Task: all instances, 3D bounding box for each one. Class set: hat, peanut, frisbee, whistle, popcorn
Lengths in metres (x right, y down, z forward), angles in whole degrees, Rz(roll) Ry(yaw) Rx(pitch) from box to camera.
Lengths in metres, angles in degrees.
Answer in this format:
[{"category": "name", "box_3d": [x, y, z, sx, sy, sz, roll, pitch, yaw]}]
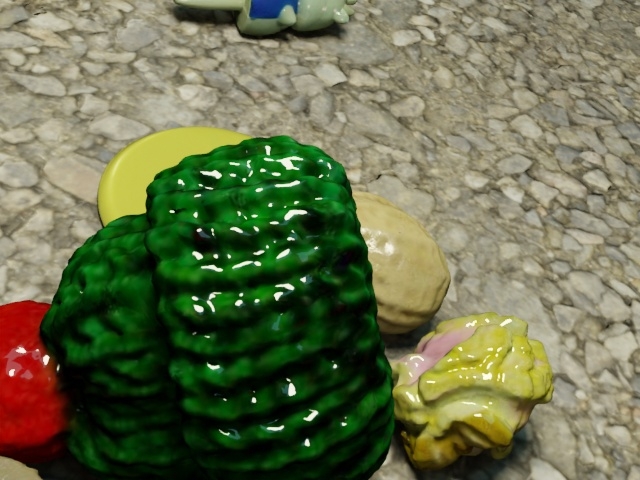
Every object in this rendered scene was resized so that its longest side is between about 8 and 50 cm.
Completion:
[{"category": "hat", "box_3d": [-0.120, 0.078, 0.660, 0.332, 0.242, 0.274, -11, 92, -2]}, {"category": "peanut", "box_3d": [0.000, 0.000, 0.841, 0.257, 0.123, 0.123, 23, 45, -10]}, {"category": "frisbee", "box_3d": [-0.106, -0.038, 0.922, 0.236, 0.017, 0.236, 10, 47, -11]}, {"category": "whistle", "box_3d": [-0.064, -0.309, 1.132, 0.244, 0.092, 0.110, -2, 54, -23]}, {"category": "popcorn", "box_3d": [0.127, 0.128, 0.776, 0.145, 0.125, 0.126, -15, 75, -11]}]

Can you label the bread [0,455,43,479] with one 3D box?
[{"category": "bread", "box_3d": [-0.254, 0.232, 0.566, 0.337, 0.102, 0.183, -15, 55, -31]}]
